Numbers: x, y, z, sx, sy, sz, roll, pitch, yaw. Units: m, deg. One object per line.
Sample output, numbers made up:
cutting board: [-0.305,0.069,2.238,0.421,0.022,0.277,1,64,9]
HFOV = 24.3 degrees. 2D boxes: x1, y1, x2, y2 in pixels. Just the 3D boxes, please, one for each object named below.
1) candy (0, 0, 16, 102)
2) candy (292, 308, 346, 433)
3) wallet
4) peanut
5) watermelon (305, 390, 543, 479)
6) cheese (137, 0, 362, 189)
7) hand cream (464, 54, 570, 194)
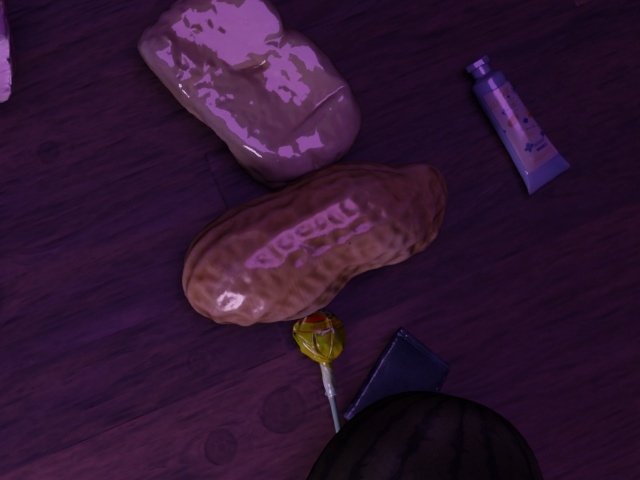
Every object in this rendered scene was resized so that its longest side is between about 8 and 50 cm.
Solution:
candy: [-0.403,-0.216,1.566,0.155,0.265,0.116,-10,82,-11]
candy: [0.012,0.174,1.707,0.058,0.062,0.194,-16,97,-55]
wallet: [0.088,0.175,1.720,0.088,0.026,0.129,39,74,-19]
peanut: [0.000,0.000,1.671,0.325,0.140,0.153,-20,114,-12]
watermelon: [0.103,0.341,1.583,0.278,0.279,0.359,9,82,-9]
cheese: [-0.074,-0.180,1.706,0.159,0.093,0.263,-45,94,-8]
hand cream: [0.231,-0.143,1.777,0.065,0.043,0.171,-34,92,-12]
